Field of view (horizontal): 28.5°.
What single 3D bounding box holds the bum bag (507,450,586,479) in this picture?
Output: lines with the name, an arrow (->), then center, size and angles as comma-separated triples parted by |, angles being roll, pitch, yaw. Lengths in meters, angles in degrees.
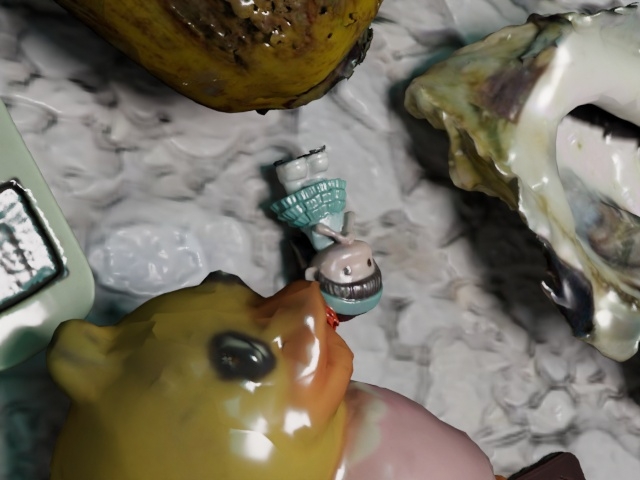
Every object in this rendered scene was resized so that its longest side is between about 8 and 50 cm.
bum bag -> 0.158, 0.229, 0.835 | 0.109, 0.026, 0.159 | -19, 88, -37

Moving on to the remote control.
remote control -> -0.211, -0.080, 0.609 | 0.090, 0.038, 0.310 | -33, 102, -35

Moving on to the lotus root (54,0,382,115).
lotus root -> -0.115, -0.226, 0.622 | 0.397, 0.179, 0.196 | 46, 37, -28

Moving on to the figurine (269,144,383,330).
figurine -> 0.000, 0.000, 0.743 | 0.060, 0.047, 0.106 | -19, 91, -45

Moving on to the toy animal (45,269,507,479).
toy animal -> -0.020, 0.121, 0.645 | 0.169, 0.195, 0.281 | -41, 116, 8

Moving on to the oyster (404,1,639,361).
oyster -> 0.206, -0.029, 0.864 | 0.351, 0.114, 0.238 | 27, 75, -24
